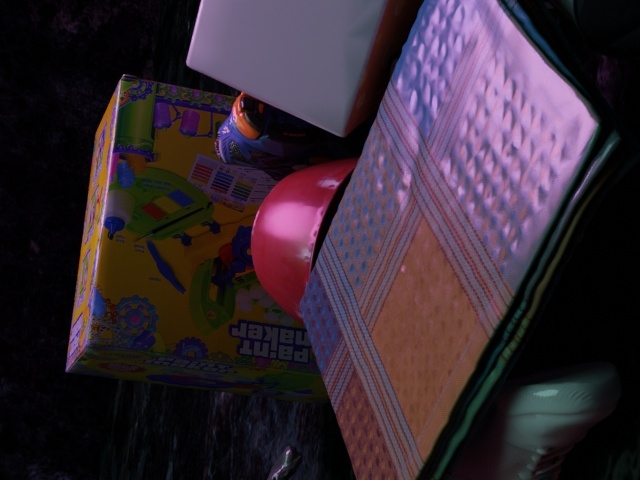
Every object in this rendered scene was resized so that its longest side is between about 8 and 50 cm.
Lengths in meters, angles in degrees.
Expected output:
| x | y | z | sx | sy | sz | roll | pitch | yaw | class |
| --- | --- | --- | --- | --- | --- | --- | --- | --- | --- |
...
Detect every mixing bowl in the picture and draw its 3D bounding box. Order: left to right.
| x | y | z | sx | sy | sz | roll | pitch | yaw | class |
| --- | --- | --- | --- | --- | --- | --- | --- | --- | --- |
| 0.000 | 0.000 | 1.186 | 0.098 | 0.181 | 0.182 | 15 | 98 | 30 | mixing bowl |

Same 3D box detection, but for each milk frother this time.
| x | y | z | sx | sy | sz | roll | pitch | yaw | class |
| --- | --- | --- | --- | --- | --- | --- | --- | --- | --- |
| 0.166 | -0.207 | 0.831 | 0.135 | 0.143 | 0.129 | -110 | 40 | -63 | milk frother |

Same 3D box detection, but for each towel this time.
| x | y | z | sx | sy | sz | roll | pitch | yaw | class |
| --- | --- | --- | --- | --- | --- | --- | --- | --- | --- |
| 0.081 | -0.001 | 0.885 | 0.271 | 0.040 | 0.370 | -109 | 32 | -47 | towel |

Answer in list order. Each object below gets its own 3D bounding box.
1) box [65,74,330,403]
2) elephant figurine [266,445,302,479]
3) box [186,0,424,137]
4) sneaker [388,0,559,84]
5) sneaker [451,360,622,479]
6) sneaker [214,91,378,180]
| x | y | z | sx | sy | sz | roll | pitch | yaw | class |
| --- | --- | --- | --- | --- | --- | --- | --- | --- | --- |
| -0.098 | 0.009 | 1.342 | 0.177 | 0.289 | 0.279 | 141 | 136 | -66 | box |
| -0.013 | 0.356 | 1.178 | 0.169 | 0.186 | 0.239 | -36 | 38 | 2 | elephant figurine |
| 0.037 | -0.301 | 1.124 | 0.215 | 0.168 | 0.345 | -44 | -24 | -56 | box |
| 0.113 | -0.153 | 1.066 | 0.153 | 0.094 | 0.235 | -114 | 25 | -47 | sneaker |
| 0.145 | 0.139 | 0.873 | 0.212 | 0.080 | 0.094 | 145 | 114 | -66 | sneaker |
| -0.010 | -0.095 | 1.238 | 0.087 | 0.221 | 0.083 | -32 | 56 | 42 | sneaker |
